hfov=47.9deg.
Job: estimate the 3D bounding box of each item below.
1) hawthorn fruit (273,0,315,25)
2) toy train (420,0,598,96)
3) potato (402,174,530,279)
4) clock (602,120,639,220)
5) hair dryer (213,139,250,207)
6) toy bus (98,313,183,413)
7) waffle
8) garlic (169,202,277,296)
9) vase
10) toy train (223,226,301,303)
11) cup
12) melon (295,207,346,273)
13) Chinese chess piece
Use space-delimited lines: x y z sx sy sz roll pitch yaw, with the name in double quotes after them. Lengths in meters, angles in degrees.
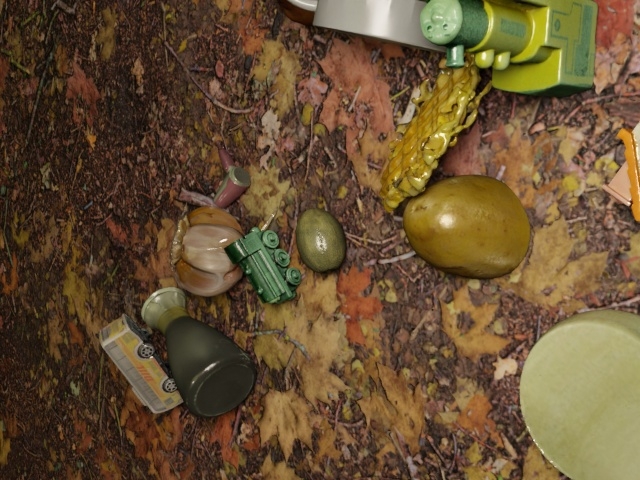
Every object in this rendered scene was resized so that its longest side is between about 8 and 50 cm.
0.001 -0.522 1.307 0.248 0.208 0.208 -44 60 11 "hawthorn fruit"
0.240 -0.317 0.950 0.150 0.369 0.237 9 101 45 "toy train"
0.205 -0.023 1.153 0.203 0.158 0.178 42 118 40 "potato"
0.488 -0.122 0.896 0.220 0.106 0.255 46 122 33 "clock"
-0.212 -0.162 1.638 0.106 0.054 0.154 -40 55 43 "hair dryer"
-0.422 0.300 1.725 0.092 0.106 0.268 47 166 56 "toy bus"
0.170 -0.178 1.165 0.280 0.060 0.262 -66 13 -9 "waffle"
-0.226 -0.010 1.551 0.257 0.207 0.207 -40 65 30 "garlic"
-0.294 0.243 1.660 0.321 0.173 0.173 42 120 42 "vase"
-0.115 0.056 1.481 0.071 0.111 0.170 -29 92 46 "toy train"
0.091 -0.488 1.142 0.323 0.237 0.326 11 106 2 "cup"
0.000 0.000 1.392 0.098 0.098 0.130 -25 78 42 "melon"
0.403 0.220 1.001 0.250 0.101 0.250 3 94 45 "Chinese chess piece"
